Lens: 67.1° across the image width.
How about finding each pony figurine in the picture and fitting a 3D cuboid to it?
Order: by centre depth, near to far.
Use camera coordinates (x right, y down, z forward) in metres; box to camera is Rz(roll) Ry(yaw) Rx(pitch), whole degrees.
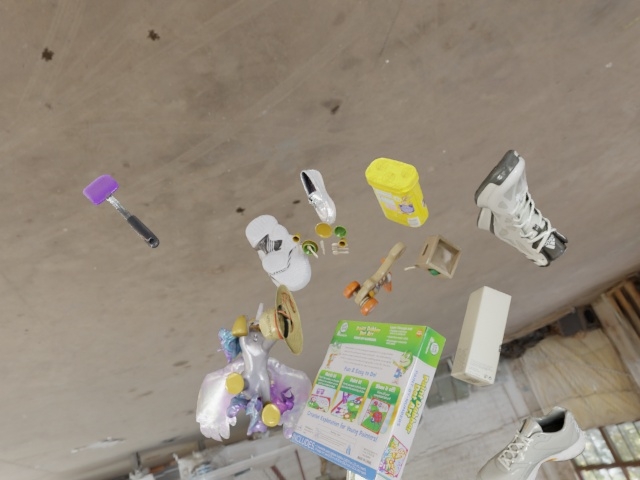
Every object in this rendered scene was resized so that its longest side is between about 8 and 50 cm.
[{"bbox_3d":[-0.151,0.327,1.157,0.302,0.351,0.363,2,173,-7],"label":"pony figurine"}]

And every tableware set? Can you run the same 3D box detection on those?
[{"bbox_3d":[0.000,0.000,1.302,0.154,0.024,0.104,1,122,15],"label":"tableware set"}]

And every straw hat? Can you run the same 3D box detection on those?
[{"bbox_3d":[-0.086,0.163,0.949,0.061,0.145,0.144,-17,158,11],"label":"straw hat"}]

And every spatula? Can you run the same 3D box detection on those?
[{"bbox_3d":[-0.515,-0.076,1.262,0.084,0.296,0.030,-45,162,-13],"label":"spatula"}]

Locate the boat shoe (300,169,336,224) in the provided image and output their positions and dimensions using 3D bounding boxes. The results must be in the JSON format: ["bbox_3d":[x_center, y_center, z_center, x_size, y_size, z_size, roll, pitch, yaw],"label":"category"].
[{"bbox_3d":[-0.011,-0.130,1.428,0.063,0.184,0.066,-3,161,-44],"label":"boat shoe"}]

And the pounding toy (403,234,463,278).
[{"bbox_3d":[0.379,0.066,1.629,0.130,0.141,0.100,30,166,-16],"label":"pounding toy"}]

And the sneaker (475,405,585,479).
[{"bbox_3d":[0.440,0.444,1.043,0.262,0.099,0.121,-30,114,-7],"label":"sneaker"}]

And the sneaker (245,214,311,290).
[{"bbox_3d":[-0.105,0.076,1.532,0.137,0.366,0.210,-34,130,-7],"label":"sneaker"}]

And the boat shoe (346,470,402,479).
[{"bbox_3d":[0.129,0.602,1.068,0.127,0.340,0.113,-14,164,-10],"label":"boat shoe"}]

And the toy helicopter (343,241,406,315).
[{"bbox_3d":[0.270,0.147,2.074,0.235,0.140,0.355,-15,142,-53],"label":"toy helicopter"}]

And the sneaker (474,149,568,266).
[{"bbox_3d":[0.574,-0.076,1.320,0.169,0.257,0.447,-51,156,-1],"label":"sneaker"}]

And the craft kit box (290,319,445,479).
[{"bbox_3d":[0.074,0.262,0.834,0.061,0.247,0.249,32,159,-26],"label":"craft kit box"}]

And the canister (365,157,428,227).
[{"bbox_3d":[0.192,-0.113,1.185,0.073,0.126,0.170,-55,143,-16],"label":"canister"}]

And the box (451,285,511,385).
[{"bbox_3d":[0.482,0.286,1.447,0.094,0.275,0.113,21,160,0],"label":"box"}]
